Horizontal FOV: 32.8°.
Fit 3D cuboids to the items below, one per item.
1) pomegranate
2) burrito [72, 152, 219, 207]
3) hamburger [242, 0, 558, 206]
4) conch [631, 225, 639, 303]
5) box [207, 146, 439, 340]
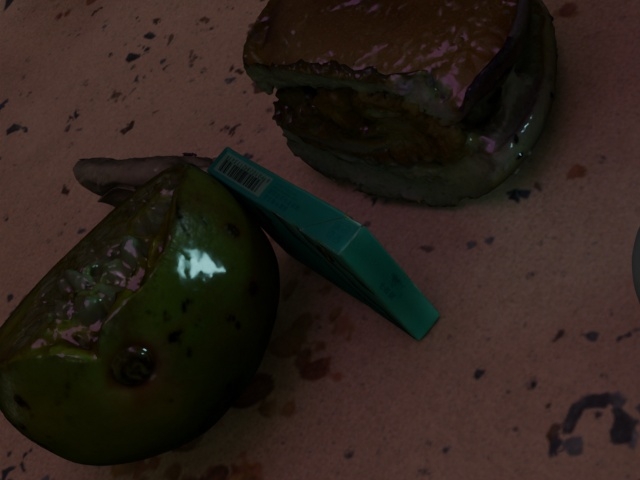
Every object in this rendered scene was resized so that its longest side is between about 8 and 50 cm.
[{"bbox_3d":[-0.172,0.082,1.116,0.310,0.216,0.358,-46,13,3],"label":"pomegranate"},{"bbox_3d":[-0.192,-0.072,1.325,0.225,0.087,0.060,0,67,32],"label":"burrito"},{"bbox_3d":[0.097,-0.203,1.129,0.318,0.195,0.277,18,67,40],"label":"hamburger"},{"bbox_3d":[0.341,0.039,0.818,0.184,0.121,0.221,-30,50,-7],"label":"conch"},{"bbox_3d":[0.000,0.000,1.068,0.042,0.161,0.226,-51,44,-7],"label":"box"}]
